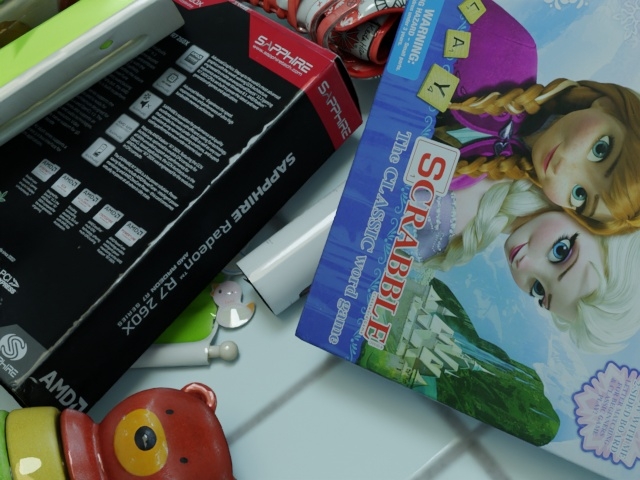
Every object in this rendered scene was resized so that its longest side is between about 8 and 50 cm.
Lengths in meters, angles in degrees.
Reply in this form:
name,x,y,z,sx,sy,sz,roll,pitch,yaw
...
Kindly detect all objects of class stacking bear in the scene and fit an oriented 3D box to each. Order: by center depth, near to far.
name,x,y,z,sx,sy,sz,roll,pitch,yaw
stacking bear,-0.205,0.189,1.143,0.289,0.164,0.175,-16,61,-3

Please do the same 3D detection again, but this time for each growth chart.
name,x,y,z,sx,sy,sz,roll,pitch,yaw
growth chart,-0.137,0.009,1.321,0.172,0.021,0.237,-12,55,13

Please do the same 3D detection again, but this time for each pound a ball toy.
name,x,y,z,sx,sy,sz,roll,pitch,yaw
pound a ball toy,-0.261,-0.203,1.279,0.319,0.136,0.208,-34,82,-1

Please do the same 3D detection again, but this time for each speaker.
name,x,y,z,sx,sy,sz,roll,pitch,yaw
speaker,0.000,0.000,1.250,0.136,0.055,0.055,-37,52,-5

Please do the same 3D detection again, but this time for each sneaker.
name,x,y,z,sx,sy,sz,roll,pitch,yaw
sneaker,-0.011,-0.214,1.327,0.270,0.090,0.145,8,43,5

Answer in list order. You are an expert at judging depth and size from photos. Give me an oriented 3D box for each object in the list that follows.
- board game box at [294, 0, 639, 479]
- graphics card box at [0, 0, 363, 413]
name,x,y,z,sx,sy,sz,roll,pitch,yaw
board game box,0.167,-0.022,1.104,0.318,0.066,0.318,21,96,32
graphics card box,-0.170,-0.045,1.296,0.233,0.094,0.371,33,72,34
